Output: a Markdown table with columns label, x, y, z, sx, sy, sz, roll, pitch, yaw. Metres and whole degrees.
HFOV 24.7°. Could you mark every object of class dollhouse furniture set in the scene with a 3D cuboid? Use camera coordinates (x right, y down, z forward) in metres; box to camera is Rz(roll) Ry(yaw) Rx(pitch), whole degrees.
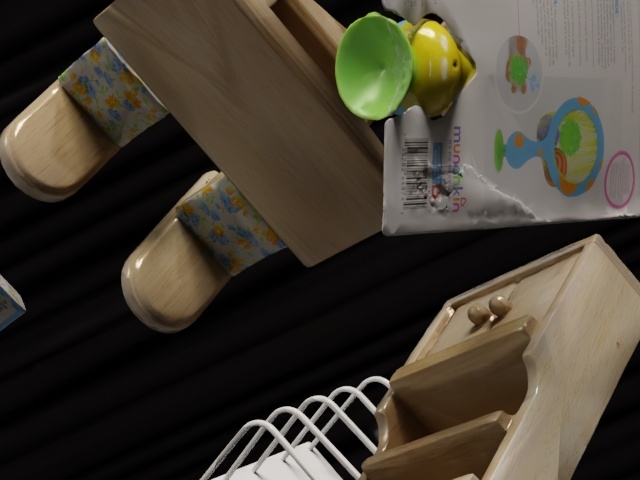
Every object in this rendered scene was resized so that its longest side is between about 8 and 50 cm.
| label | x | y | z | sx | sy | sz | roll | pitch | yaw |
| --- | --- | --- | --- | --- | --- | --- | --- | --- | --- |
| dollhouse furniture set | 0.000 | 0.000 | 0.934 | 0.394 | 0.362 | 0.256 | 49 | 46 | -12 |

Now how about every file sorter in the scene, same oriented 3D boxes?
| label | x | y | z | sx | sy | sz | roll | pitch | yaw |
| --- | --- | --- | --- | --- | --- | --- | --- | --- | --- |
| file sorter | 0.009 | 0.292 | 1.715 | 0.193 | 0.173 | 0.277 | 47 | 28 | 19 |

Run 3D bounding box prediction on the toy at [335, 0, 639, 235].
| label | x | y | z | sx | sy | sz | roll | pitch | yaw |
| --- | --- | --- | --- | --- | --- | --- | --- | --- | --- |
| toy | 0.091 | -0.077 | 0.670 | 0.237 | 0.056 | 0.137 | -5 | 97 | -50 |

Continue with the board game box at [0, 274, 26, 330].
| label | x | y | z | sx | sy | sz | roll | pitch | yaw |
| --- | --- | --- | --- | --- | --- | --- | --- | --- | --- |
| board game box | -0.297 | 0.028 | 1.032 | 0.154 | 0.103 | 0.026 | 53 | -1 | -34 |
